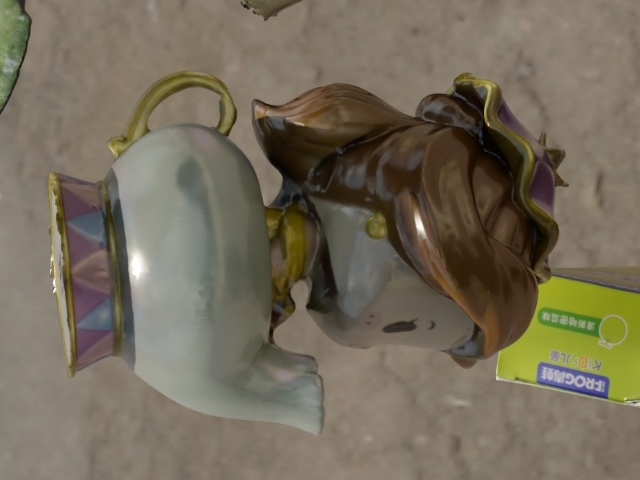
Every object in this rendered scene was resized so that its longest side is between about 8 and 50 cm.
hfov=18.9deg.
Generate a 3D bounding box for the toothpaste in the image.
[{"bbox_3d":[0.240,0.063,1.346,0.110,0.327,0.077,12,96,29],"label":"toothpaste"}]

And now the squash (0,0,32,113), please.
[{"bbox_3d":[-0.194,-0.094,0.844,0.184,0.085,0.192,-41,78,12],"label":"squash"}]

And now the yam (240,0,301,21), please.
[{"bbox_3d":[0.027,-0.234,1.241,0.238,0.129,0.128,-18,100,24],"label":"yam"}]

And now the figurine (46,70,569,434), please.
[{"bbox_3d":[0.000,0.000,0.950,0.142,0.263,0.189,139,123,-78],"label":"figurine"}]
